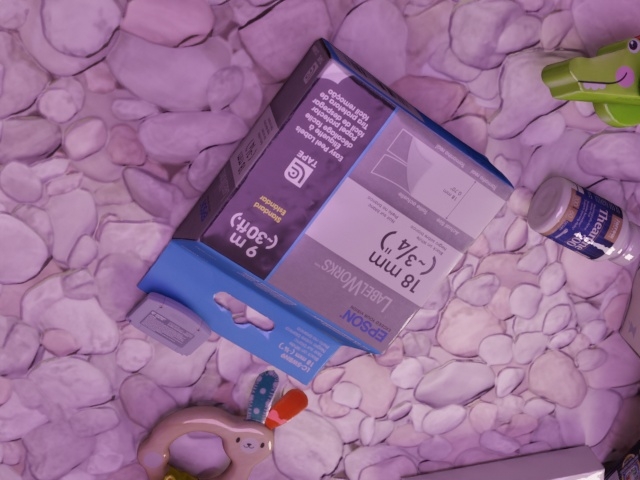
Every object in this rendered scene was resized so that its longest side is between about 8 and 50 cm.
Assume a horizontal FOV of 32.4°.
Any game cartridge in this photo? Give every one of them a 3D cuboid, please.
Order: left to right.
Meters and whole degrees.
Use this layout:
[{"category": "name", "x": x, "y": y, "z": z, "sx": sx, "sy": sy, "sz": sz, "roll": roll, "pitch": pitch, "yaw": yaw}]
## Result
[{"category": "game cartridge", "x": -0.162, "y": 0.090, "z": 1.191, "sx": 0.083, "sy": 0.017, "sz": 0.056, "roll": 35, "pitch": 129, "yaw": -21}]

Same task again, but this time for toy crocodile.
[{"category": "toy crocodile", "x": 0.394, "y": -0.168, "z": 1.132, "sx": 0.340, "sy": 0.115, "sz": 0.105, "roll": 2, "pitch": 90, "yaw": -12}]

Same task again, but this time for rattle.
[{"category": "rattle", "x": -0.105, "y": 0.241, "z": 1.213, "sx": 0.199, "sy": 0.143, "sz": 0.130, "roll": -23, "pitch": 96, "yaw": 8}]

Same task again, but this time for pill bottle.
[{"category": "pill bottle", "x": 0.292, "y": -0.017, "z": 1.203, "sx": 0.120, "sy": 0.067, "sz": 0.067, "roll": 25, "pitch": 107, "yaw": -18}]

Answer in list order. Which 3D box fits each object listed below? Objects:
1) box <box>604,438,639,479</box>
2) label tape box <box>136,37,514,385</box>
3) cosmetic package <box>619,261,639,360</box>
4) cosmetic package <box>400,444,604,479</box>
[{"category": "box", "x": 0.479, "y": 0.261, "z": 1.290, "sx": 0.216, "sy": 0.060, "sz": 0.270, "roll": 6, "pitch": 143, "yaw": -12}, {"category": "label tape box", "x": 0.000, "y": 0.000, "z": 1.141, "sx": 0.240, "sy": 0.106, "sz": 0.334, "roll": 33, "pitch": 104, "yaw": -20}, {"category": "cosmetic package", "x": 0.515, "y": 0.083, "z": 1.250, "sx": 0.296, "sy": 0.129, "sz": 0.153, "roll": 4, "pitch": 114, "yaw": -11}, {"category": "cosmetic package", "x": 0.222, "y": 0.322, "z": 1.340, "sx": 0.238, "sy": 0.060, "sz": 0.099, "roll": -8, "pitch": 116, "yaw": -6}]
